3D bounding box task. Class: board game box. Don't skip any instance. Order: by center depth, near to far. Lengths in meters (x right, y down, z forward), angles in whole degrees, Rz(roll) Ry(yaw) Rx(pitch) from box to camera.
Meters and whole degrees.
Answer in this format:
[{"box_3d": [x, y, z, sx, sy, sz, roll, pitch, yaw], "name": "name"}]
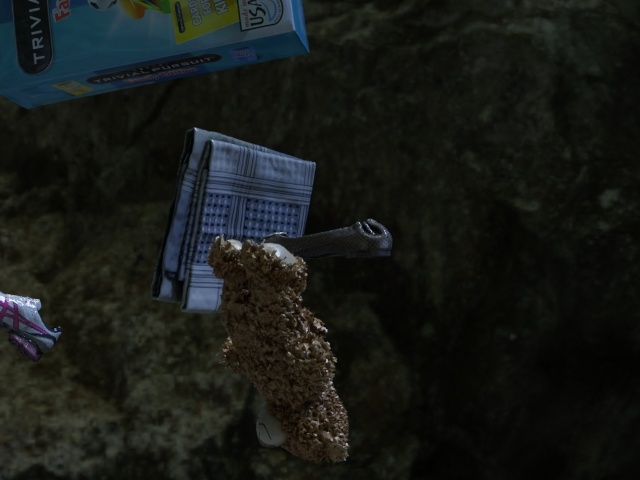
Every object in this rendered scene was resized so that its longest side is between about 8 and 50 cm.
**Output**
[{"box_3d": [-0.197, -0.303, 0.994, 0.079, 0.336, 0.253, 34, 47, -77], "name": "board game box"}]

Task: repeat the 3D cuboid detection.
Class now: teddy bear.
[{"box_3d": [-0.065, 0.147, 1.200, 0.245, 0.113, 0.338, 20, -52, 38], "name": "teddy bear"}]

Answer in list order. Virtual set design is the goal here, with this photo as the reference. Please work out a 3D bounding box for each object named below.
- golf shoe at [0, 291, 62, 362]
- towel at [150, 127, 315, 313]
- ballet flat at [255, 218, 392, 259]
[{"box_3d": [-0.531, 0.122, 1.568, 0.086, 0.186, 0.067, -48, -157, -22], "name": "golf shoe"}, {"box_3d": [-0.142, -0.021, 1.626, 0.056, 0.324, 0.312, 16, -86, 43], "name": "towel"}, {"box_3d": [0.000, 0.000, 1.382, 0.250, 0.084, 0.058, -2, -91, 38], "name": "ballet flat"}]
